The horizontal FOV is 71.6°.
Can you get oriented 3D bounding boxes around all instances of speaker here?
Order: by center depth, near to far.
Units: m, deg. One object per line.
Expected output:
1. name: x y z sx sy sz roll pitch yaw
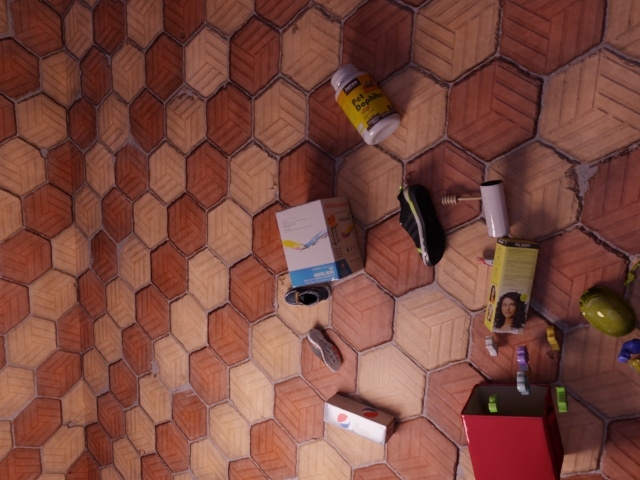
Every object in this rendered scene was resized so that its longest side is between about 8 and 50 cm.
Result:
1. speaker: 0.434 -0.080 1.102 0.055 0.055 0.136 -6 108 32

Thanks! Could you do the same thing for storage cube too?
1. storage cube: 0.477 0.482 1.100 0.214 0.183 0.193 -13 92 31

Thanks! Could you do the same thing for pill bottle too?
1. pill bottle: 0.120 -0.381 1.233 0.117 0.117 0.215 -40 76 29

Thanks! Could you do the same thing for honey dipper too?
1. honey dipper: 0.399 -0.111 1.153 0.160 0.030 0.031 -1 96 30

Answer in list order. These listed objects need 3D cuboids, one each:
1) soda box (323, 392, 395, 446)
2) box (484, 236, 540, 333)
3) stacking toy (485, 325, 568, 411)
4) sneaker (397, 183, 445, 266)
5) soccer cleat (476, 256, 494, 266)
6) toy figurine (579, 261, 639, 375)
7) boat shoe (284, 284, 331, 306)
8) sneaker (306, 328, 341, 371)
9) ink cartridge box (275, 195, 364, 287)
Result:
1. soda box: 0.120 0.558 1.394 0.216 0.073 0.069 11 103 30
2. box: 0.474 0.112 1.105 0.087 0.058 0.233 3 100 -1
3. stacking toy: 0.487 0.308 1.065 0.166 0.221 0.052 -17 121 32
4. sneaker: 0.272 -0.043 1.228 0.097 0.084 0.235 -14 88 56
5. soccer cleat: 0.447 0.053 1.149 0.083 0.029 0.036 21 99 24
6. toy figurine: 0.715 0.237 0.899 0.191 0.217 0.363 -46 74 28
7. boat shoe: -0.060 0.182 1.445 0.183 0.083 0.065 -14 90 32
8. sneaker: 0.009 0.362 1.456 0.158 0.061 0.065 55 146 14
9. ink cartridge box: 0.000 0.000 1.330 0.168 0.171 0.233 -13 91 32
